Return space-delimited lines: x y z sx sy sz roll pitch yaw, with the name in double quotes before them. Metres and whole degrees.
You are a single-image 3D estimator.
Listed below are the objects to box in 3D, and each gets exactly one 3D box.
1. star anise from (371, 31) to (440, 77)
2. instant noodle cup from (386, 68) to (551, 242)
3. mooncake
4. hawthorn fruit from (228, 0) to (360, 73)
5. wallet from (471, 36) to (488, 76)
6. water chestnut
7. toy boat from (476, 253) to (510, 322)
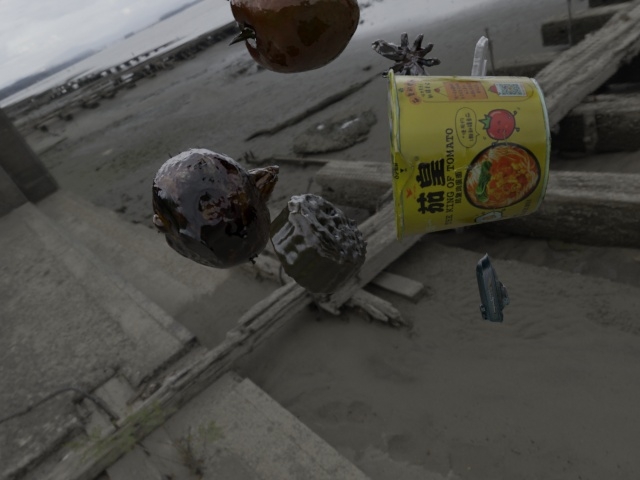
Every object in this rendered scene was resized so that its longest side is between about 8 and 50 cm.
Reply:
"star anise" 0.292 -0.577 1.669 0.198 0.258 0.110 -17 4 33
"instant noodle cup" 0.257 -0.161 0.930 0.254 0.326 0.326 -3 32 8
"mooncake" 0.000 0.000 1.124 0.124 0.228 0.228 -43 17 32
"hawthorn fruit" -0.075 -0.502 1.107 0.301 0.268 0.267 -34 28 -22
"wallet" 0.400 -0.439 1.255 0.032 0.124 0.183 8 27 20
"water chestnut" -0.250 -0.096 1.292 0.347 0.335 0.335 -45 33 -24
"toy boat" 0.353 0.097 1.040 0.060 0.141 0.055 -10 1 8
